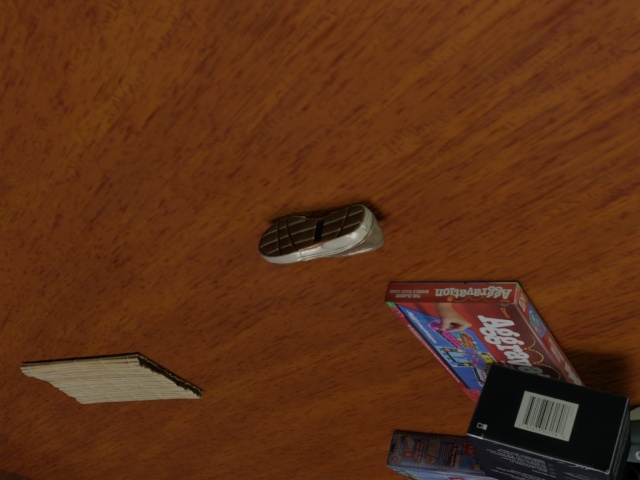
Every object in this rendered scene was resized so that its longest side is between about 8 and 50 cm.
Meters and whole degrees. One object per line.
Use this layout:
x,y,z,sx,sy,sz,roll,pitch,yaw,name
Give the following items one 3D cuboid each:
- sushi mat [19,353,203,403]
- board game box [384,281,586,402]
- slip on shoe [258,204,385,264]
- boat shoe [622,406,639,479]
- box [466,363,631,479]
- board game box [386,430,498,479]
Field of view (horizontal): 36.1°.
-0.346,0.230,1.601,0.317,0.019,0.151,-10,145,40,sushi mat
0.194,0.123,1.104,0.145,0.027,0.281,-3,148,30,board game box
0.000,0.000,0.943,0.135,0.051,0.041,-16,138,34,slip on shoe
0.371,0.279,1.235,0.116,0.099,0.319,26,151,-21,boat shoe
0.263,0.226,1.114,0.156,0.093,0.158,12,154,24,box
0.235,0.350,1.488,0.194,0.060,0.194,-8,146,40,board game box
